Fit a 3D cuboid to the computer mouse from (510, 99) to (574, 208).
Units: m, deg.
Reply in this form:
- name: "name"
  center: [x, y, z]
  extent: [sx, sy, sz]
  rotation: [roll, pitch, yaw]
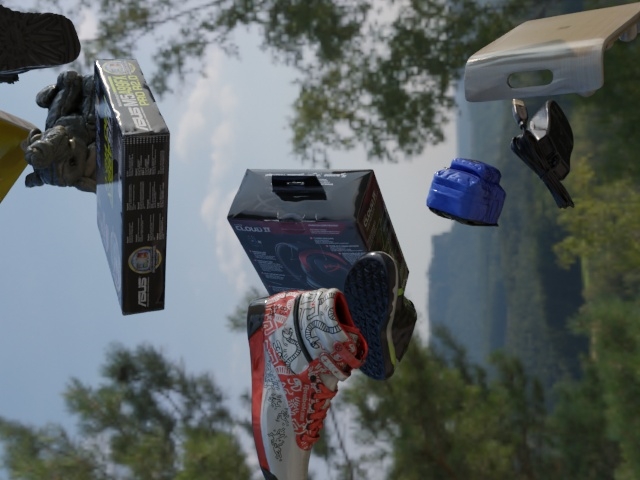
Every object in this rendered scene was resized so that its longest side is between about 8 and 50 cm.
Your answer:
- name: "computer mouse"
  center: [0.369, -0.179, 1.596]
  extent: [0.184, 0.060, 0.262]
  rotation: [48, -145, -26]

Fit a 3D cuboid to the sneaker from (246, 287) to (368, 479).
- name: "sneaker"
  center: [-0.010, 0.194, 1.203]
  extent: [0.090, 0.145, 0.270]
  rotation: [27, -127, -65]

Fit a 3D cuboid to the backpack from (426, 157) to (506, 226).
- name: "backpack"
  center: [0.221, -0.076, 1.438]
  extent: [0.120, 0.098, 0.101]
  rotation: [-3, -75, -54]

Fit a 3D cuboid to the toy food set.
- name: "toy food set"
  center: [0.390, -0.291, 1.463]
  extent: [0.306, 0.219, 0.092]
  rotation: [-37, -62, -45]

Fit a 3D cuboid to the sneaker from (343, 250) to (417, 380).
- name: "sneaker"
  center: [0.093, 0.098, 1.345]
  extent: [0.097, 0.084, 0.235]
  rotation: [-37, -39, -37]

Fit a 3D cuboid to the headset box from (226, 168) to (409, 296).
- name: "headset box"
  center: [0.000, 0.000, 1.473]
  extent: [0.293, 0.218, 0.110]
  rotation: [65, -145, -47]

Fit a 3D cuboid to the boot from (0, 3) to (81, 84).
- name: "boot"
  center: [-0.782, -0.370, 1.921]
  extent: [0.367, 0.445, 0.146]
  rotation: [-4, -92, -58]

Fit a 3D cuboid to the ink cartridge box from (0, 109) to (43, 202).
- name: "ink cartridge box"
  center: [-0.599, -0.082, 1.429]
  extent: [0.307, 0.072, 0.303]
  rotation: [-57, -12, 2]

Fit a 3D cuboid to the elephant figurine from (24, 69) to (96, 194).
- name: "elephant figurine"
  center: [-0.405, -0.141, 1.470]
  extent: [0.186, 0.169, 0.239]
  rotation: [46, -139, -37]

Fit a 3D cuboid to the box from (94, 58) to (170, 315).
- name: "box"
  center: [-0.252, -0.073, 1.223]
  extent: [0.216, 0.060, 0.270]
  rotation: [-120, 30, -49]
